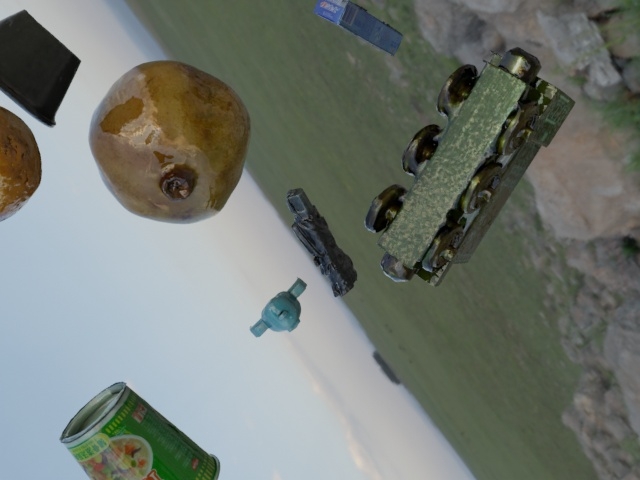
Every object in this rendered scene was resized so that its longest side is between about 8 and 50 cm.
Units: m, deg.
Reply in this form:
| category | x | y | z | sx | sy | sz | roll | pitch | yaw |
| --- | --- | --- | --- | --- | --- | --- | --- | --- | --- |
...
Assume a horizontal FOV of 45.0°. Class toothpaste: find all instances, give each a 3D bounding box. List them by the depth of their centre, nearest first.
| category | x | y | z | sx | sy | sz | roll | pitch | yaw |
| --- | --- | --- | --- | --- | --- | --- | --- | --- | --- |
| toothpaste | 0.081 | -0.422 | 1.518 | 0.066 | 0.053 | 0.272 | 30 | -166 | 24 |

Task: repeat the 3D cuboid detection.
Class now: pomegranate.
| category | x | y | z | sx | sy | sz | roll | pitch | yaw |
| --- | --- | --- | --- | --- | --- | --- | --- | --- | --- |
| pomegranate | -0.361 | -0.233 | 1.920 | 0.416 | 0.417 | 0.416 | 53 | 178 | 2 |

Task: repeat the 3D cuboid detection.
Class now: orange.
| category | x | y | z | sx | sy | sz | roll | pitch | yaw |
| --- | --- | --- | --- | --- | --- | --- | --- | --- | --- |
| orange | -0.563 | -0.124 | 1.240 | 0.219 | 0.219 | 0.193 | 55 | -160 | -46 |

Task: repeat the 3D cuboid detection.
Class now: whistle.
| category | x | y | z | sx | sy | sz | roll | pitch | yaw |
| --- | --- | --- | --- | --- | --- | --- | --- | --- | --- |
| whistle | -0.094 | 0.178 | 1.914 | 0.093 | 0.186 | 0.274 | 44 | 176 | -1 |

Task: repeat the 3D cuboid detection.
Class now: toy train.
| category | x | y | z | sx | sy | sz | roll | pitch | yaw |
| --- | --- | --- | --- | --- | --- | --- | --- | --- | --- |
| toy train | 0.133 | -0.062 | 0.696 | 0.090 | 0.225 | 0.137 | 38 | -162 | 24 |

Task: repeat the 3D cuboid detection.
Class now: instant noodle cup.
| category | x | y | z | sx | sy | sz | roll | pitch | yaw |
| --- | --- | --- | --- | --- | --- | --- | --- | --- | --- |
| instant noodle cup | -0.327 | 0.380 | 1.367 | 0.232 | 0.207 | 0.207 | 52 | 179 | -16 |

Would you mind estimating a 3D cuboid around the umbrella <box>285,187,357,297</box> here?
| category | x | y | z | sx | sy | sz | roll | pitch | yaw |
| --- | --- | --- | --- | --- | --- | --- | --- | --- | --- |
| umbrella | 0.000 | 0.000 | 1.389 | 0.235 | 0.059 | 0.066 | 60 | -153 | -31 |

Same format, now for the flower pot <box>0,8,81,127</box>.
| category | x | y | z | sx | sy | sz | roll | pitch | yaw |
| --- | --- | --- | --- | --- | --- | --- | --- | --- | --- |
| flower pot | -0.639 | -0.392 | 1.696 | 0.269 | 0.166 | 0.269 | 45 | 177 | 3 |
